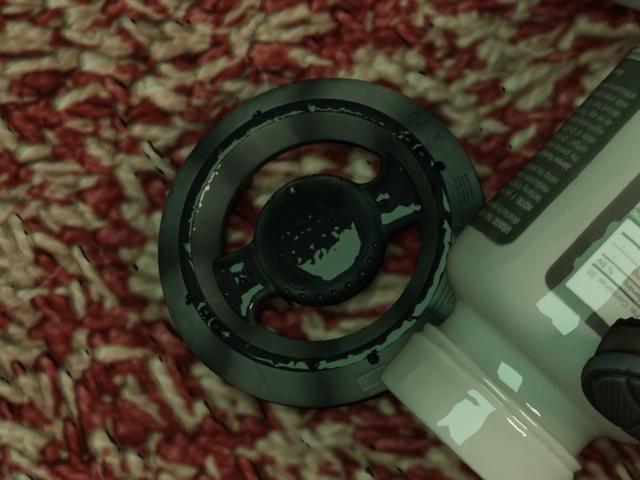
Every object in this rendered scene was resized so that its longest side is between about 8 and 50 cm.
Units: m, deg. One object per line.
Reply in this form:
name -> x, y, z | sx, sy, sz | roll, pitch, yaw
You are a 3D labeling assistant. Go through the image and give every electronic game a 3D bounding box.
electronic game -> 0.000, 0.000, 1.200 | 0.229, 0.048, 0.229 | -4, 75, 14

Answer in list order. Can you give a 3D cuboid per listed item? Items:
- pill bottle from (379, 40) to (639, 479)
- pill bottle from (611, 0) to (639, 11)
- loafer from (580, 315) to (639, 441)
pill bottle -> 0.189, 0.011, 1.082 | 0.318, 0.176, 0.176 | -46, 71, 0
pill bottle -> 0.284, -0.349, 1.120 | 0.224, 0.224, 0.392 | 6, 78, 15
loafer -> 0.295, 0.096, 0.952 | 0.302, 0.109, 0.095 | 19, 62, 14
